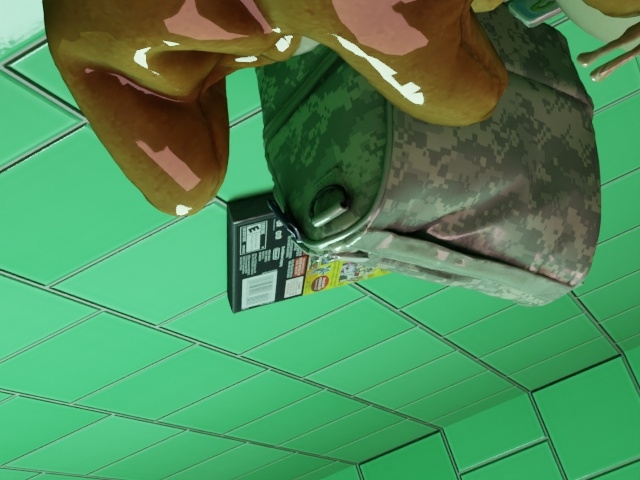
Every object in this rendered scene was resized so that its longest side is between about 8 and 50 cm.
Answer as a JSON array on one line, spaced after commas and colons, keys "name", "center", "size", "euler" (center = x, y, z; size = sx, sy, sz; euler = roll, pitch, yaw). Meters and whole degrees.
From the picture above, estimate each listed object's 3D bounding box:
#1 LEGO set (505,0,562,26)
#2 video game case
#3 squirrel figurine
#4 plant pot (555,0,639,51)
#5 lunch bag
[{"name": "LEGO set", "center": [0.242, -0.269, 0.831], "size": [0.244, 0.182, 0.060], "euler": [-25, 122, 3]}, {"name": "video game case", "center": [0.000, 0.000, 1.352], "size": [0.248, 0.035, 0.275], "euler": [-14, 155, -12]}, {"name": "squirrel figurine", "center": [0.028, -0.227, 0.498], "size": [0.371, 0.281, 0.397], "euler": [2, 138, 36]}, {"name": "plant pot", "center": [0.246, -0.287, 0.657], "size": [0.284, 0.284, 0.191], "euler": [-27, 140, 18]}, {"name": "lunch bag", "center": [0.101, -0.079, 0.933], "size": [0.305, 0.256, 0.212], "euler": [15, 139, -35]}]
